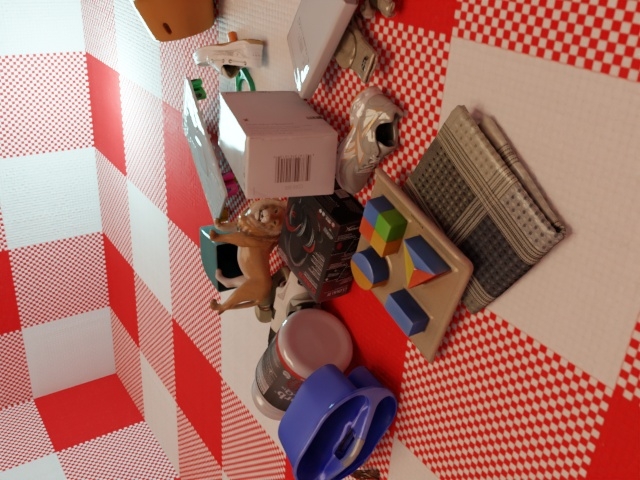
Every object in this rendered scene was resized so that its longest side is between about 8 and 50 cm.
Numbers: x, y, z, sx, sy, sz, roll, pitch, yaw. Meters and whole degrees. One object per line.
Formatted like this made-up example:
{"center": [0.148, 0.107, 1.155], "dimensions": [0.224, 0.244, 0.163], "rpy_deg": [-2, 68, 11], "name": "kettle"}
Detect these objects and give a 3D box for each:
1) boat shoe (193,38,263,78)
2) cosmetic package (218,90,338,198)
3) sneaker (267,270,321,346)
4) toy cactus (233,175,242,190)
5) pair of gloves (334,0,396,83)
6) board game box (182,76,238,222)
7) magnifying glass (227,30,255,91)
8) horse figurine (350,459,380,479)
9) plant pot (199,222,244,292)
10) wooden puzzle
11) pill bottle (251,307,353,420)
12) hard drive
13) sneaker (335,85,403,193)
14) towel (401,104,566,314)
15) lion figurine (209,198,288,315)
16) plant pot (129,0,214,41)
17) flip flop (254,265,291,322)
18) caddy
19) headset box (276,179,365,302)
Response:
{"center": [-0.272, -0.516, 1.905], "dimensions": [0.277, 0.098, 0.096], "rpy_deg": [6, 102, 45], "name": "boat shoe"}
{"center": [-0.116, -0.245, 1.607], "dimensions": [0.385, 0.217, 0.156], "rpy_deg": [-125, 34, -56], "name": "cosmetic package"}
{"center": [-0.083, 0.201, 1.928], "dimensions": [0.331, 0.122, 0.146], "rpy_deg": [119, 143, -48], "name": "sneaker"}
{"center": [-0.235, -0.255, 2.002], "dimensions": [0.180, 0.112, 0.219], "rpy_deg": [-126, 28, -47], "name": "toy cactus"}
{"center": [0.094, -0.485, 1.428], "dimensions": [0.204, 0.042, 0.240], "rpy_deg": [49, 133, 45], "name": "pair of gloves"}
{"center": [-0.363, -0.277, 2.137], "dimensions": [0.390, 0.050, 0.390], "rpy_deg": [136, 116, -72], "name": "board game box"}
{"center": [-0.238, -0.508, 1.969], "dimensions": [0.092, 0.026, 0.231], "rpy_deg": [-16, 90, 58], "name": "magnifying glass"}
{"center": [0.071, 0.564, 1.858], "dimensions": [0.174, 0.066, 0.263], "rpy_deg": [-47, 59, 45], "name": "horse figurine"}
{"center": [-0.307, 0.032, 2.160], "dimensions": [0.234, 0.165, 0.166], "rpy_deg": [36, 130, 52], "name": "plant pot"}
{"center": [0.169, 0.064, 1.440], "dimensions": [0.322, 0.080, 0.348], "rpy_deg": [51, 150, 35], "name": "wooden puzzle"}
{"center": [-0.065, 0.362, 1.855], "dimensions": [0.210, 0.210, 0.363], "rpy_deg": [61, 146, 23], "name": "pill bottle"}
{"center": [-0.004, -0.504, 1.520], "dimensions": [0.307, 0.040, 0.203], "rpy_deg": [126, 138, -56], "name": "hard drive"}
{"center": [0.109, -0.202, 1.472], "dimensions": [0.121, 0.099, 0.263], "rpy_deg": [44, 137, 34], "name": "sneaker"}
{"center": [0.296, -0.057, 1.287], "dimensions": [0.324, 0.056, 0.312], "rpy_deg": [60, 148, 21], "name": "towel"}
{"center": [-0.200, 0.056, 1.948], "dimensions": [0.142, 0.240, 0.393], "rpy_deg": [-81, -5, -65], "name": "lion figurine"}
{"center": [-0.441, -0.730, 1.988], "dimensions": [0.290, 0.290, 0.204], "rpy_deg": [31, 143, 49], "name": "plant pot"}
{"center": [-0.157, 0.170, 2.046], "dimensions": [0.112, 0.080, 0.277], "rpy_deg": [64, 146, 17], "name": "flip flop"}
{"center": [0.048, 0.474, 1.662], "dimensions": [0.342, 0.241, 0.179], "rpy_deg": [-62, 40, 20], "name": "caddy"}
{"center": [0.000, 0.000, 1.704], "dimensions": [0.218, 0.110, 0.293], "rpy_deg": [50, 140, 35], "name": "headset box"}
